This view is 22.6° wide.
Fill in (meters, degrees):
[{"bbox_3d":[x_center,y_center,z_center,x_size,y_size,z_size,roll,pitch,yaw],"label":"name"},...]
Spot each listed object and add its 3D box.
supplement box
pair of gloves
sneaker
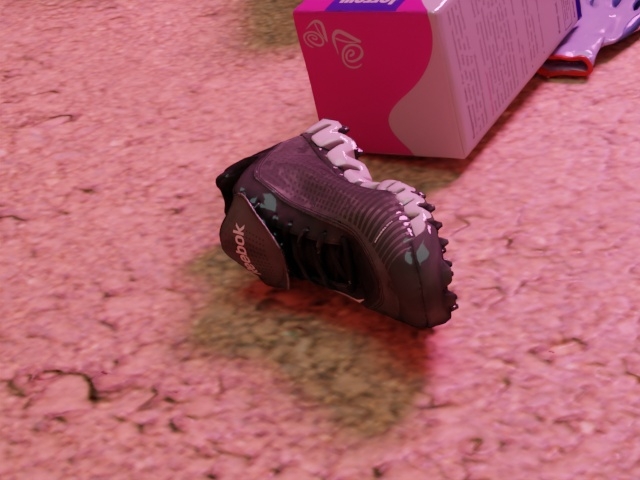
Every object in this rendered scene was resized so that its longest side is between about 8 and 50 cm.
[{"bbox_3d":[0.088,-0.158,1.121,0.111,0.114,0.220,5,36,30],"label":"supplement box"},{"bbox_3d":[0.254,-0.156,1.192,0.198,0.023,0.159,6,34,24],"label":"pair of gloves"},{"bbox_3d":[0.000,0.000,0.921,0.106,0.078,0.234,-17,27,-12],"label":"sneaker"}]
